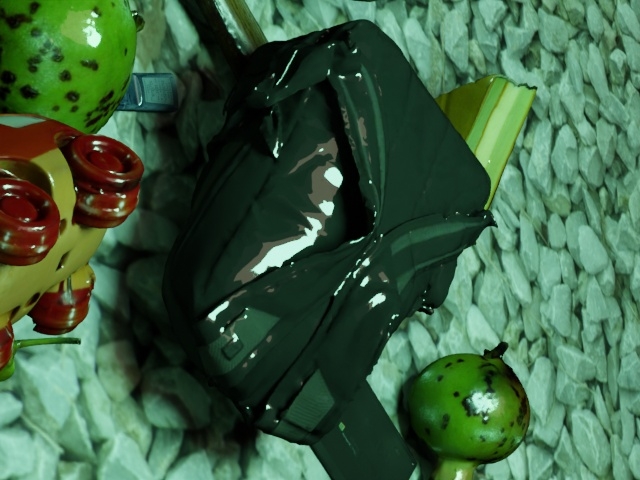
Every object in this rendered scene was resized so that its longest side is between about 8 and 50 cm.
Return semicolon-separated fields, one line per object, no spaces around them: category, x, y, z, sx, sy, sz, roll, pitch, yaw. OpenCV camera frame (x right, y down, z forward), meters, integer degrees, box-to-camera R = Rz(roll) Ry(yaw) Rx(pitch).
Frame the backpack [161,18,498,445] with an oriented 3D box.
backpack;0.000;0.000;1.693;0.363;0.255;0.445;46;60;-36

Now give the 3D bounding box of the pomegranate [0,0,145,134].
pomegranate;-0.288;-0.182;1.456;0.263;0.211;0.211;-8;84;-19

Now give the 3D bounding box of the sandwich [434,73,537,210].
sandwich;0.212;-0.107;2.097;0.117;0.144;0.187;8;72;-48

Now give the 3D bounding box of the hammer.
hammer;-0.116;-0.288;1.783;0.408;0.095;0.242;59;40;-24

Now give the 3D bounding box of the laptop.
laptop;0.046;0.239;1.874;0.197;0.016;0.135;58;42;-22

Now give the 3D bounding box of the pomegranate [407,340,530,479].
pomegranate;0.187;0.240;1.944;0.156;0.156;0.220;19;62;-48

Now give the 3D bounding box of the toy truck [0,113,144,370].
toy truck;-0.309;-0.028;1.347;0.239;0.189;0.265;36;31;14

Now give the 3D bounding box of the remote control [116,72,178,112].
remote control;-0.207;-0.157;1.672;0.152;0.027;0.043;-6;79;-55

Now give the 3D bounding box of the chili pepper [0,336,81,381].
chili pepper;-0.323;0.101;1.407;0.204;0.073;0.072;6;109;-47
